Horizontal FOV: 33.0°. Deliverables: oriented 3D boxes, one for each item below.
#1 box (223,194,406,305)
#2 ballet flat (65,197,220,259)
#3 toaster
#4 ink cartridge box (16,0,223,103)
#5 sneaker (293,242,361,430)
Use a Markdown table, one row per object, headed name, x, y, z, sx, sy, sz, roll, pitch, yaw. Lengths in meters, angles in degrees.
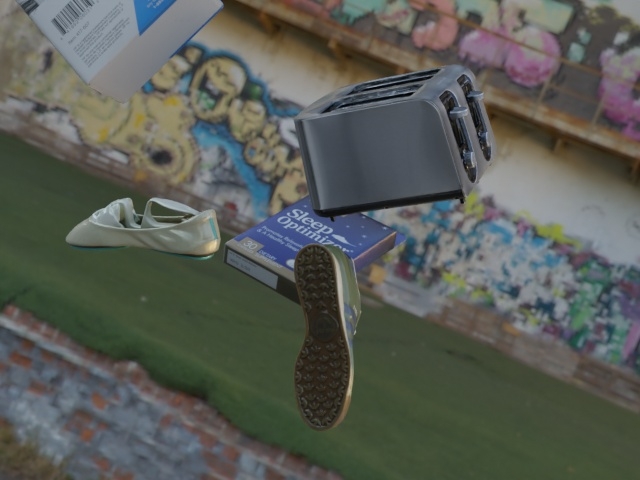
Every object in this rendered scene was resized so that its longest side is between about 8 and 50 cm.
| name | x | y | z | sx | sy | sz | roll | pitch | yaw |
| --- | --- | --- | --- | --- | --- | --- | --- | --- | --- |
| box | 0.000 | 0.000 | 1.385 | 0.136 | 0.036 | 0.225 | 27 | 36 | 27 |
| ballet flat | -0.261 | -0.025 | 1.580 | 0.248 | 0.086 | 0.086 | 4 | -4 | 17 |
| toaster | 0.071 | -0.098 | 1.079 | 0.186 | 0.110 | 0.168 | -8 | 16 | 23 |
| ink cartridge box | -0.220 | -0.262 | 1.066 | 0.203 | 0.148 | 0.086 | 50 | 8 | 15 |
| sneaker | 0.016 | 0.098 | 1.137 | 0.064 | 0.192 | 0.086 | -2 | 1 | 23 |
